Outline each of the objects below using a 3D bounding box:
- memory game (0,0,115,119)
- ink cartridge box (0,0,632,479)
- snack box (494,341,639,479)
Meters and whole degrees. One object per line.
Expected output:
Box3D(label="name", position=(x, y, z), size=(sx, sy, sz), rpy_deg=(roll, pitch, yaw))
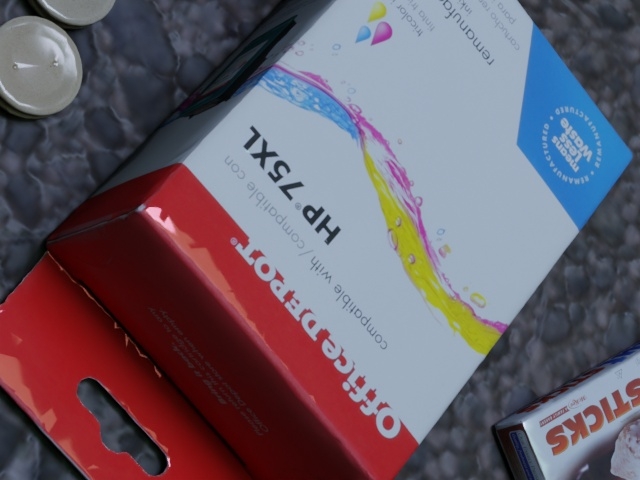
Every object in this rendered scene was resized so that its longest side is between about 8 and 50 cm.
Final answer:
Box3D(label="memory game", position=(-0.152, -0.114, 0.558), size=(0.186, 0.012, 0.186), rpy_deg=(8, 76, -32))
Box3D(label="ink cartridge box", position=(0.000, 0.000, 0.599), size=(0.134, 0.078, 0.231), rpy_deg=(50, 58, -16))
Box3D(label="snack box", position=(0.154, 0.075, 0.723), size=(0.178, 0.022, 0.064), rpy_deg=(-24, 93, -35))
